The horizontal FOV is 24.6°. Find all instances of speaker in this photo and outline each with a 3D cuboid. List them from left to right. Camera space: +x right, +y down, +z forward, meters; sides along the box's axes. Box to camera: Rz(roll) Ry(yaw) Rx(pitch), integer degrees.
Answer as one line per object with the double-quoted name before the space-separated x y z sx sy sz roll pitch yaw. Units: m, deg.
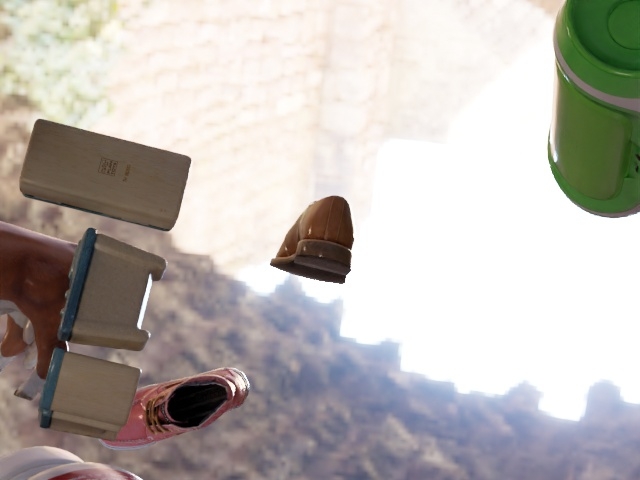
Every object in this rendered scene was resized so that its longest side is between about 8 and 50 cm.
"speaker" 0.256 -0.120 1.240 0.131 0.131 0.296 9 161 11

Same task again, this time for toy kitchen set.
"toy kitchen set" -0.191 0.037 1.150 0.122 0.207 0.166 15 164 -8

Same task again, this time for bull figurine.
"bull figurine" -0.379 0.035 1.469 0.310 0.188 0.101 19 174 -15

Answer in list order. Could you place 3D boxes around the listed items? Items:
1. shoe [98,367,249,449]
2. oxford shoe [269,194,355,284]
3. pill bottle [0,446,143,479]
"shoe" -0.166 0.181 1.568 0.178 0.063 0.081 -20 176 9
"oxford shoe" 0.000 0.000 1.461 0.076 0.076 0.212 14 168 -11
"pill bottle" -0.197 0.347 1.366 0.229 0.229 0.407 -4 -162 -33
